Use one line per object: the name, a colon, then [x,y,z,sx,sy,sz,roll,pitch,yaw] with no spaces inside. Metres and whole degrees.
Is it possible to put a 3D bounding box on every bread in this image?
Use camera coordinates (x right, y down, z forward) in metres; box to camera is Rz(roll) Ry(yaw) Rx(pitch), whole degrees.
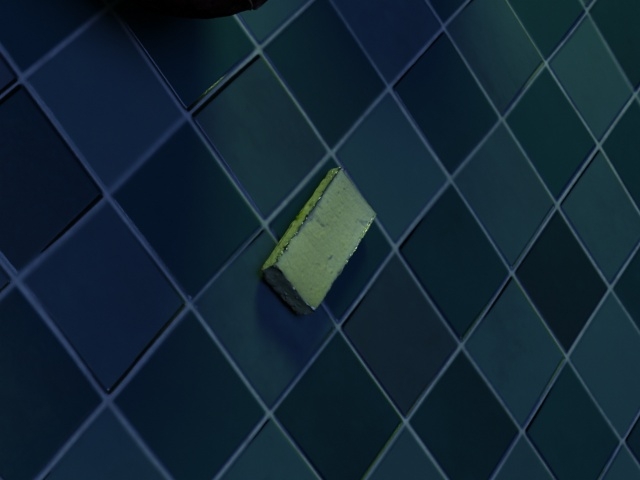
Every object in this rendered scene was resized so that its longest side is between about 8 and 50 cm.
bread: [0.000,0.000,1.442,0.068,0.028,0.153,50,49,-21]

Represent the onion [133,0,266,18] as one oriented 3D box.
onion: [-0.133,-0.315,1.286,0.281,0.221,0.281,28,33,-20]
